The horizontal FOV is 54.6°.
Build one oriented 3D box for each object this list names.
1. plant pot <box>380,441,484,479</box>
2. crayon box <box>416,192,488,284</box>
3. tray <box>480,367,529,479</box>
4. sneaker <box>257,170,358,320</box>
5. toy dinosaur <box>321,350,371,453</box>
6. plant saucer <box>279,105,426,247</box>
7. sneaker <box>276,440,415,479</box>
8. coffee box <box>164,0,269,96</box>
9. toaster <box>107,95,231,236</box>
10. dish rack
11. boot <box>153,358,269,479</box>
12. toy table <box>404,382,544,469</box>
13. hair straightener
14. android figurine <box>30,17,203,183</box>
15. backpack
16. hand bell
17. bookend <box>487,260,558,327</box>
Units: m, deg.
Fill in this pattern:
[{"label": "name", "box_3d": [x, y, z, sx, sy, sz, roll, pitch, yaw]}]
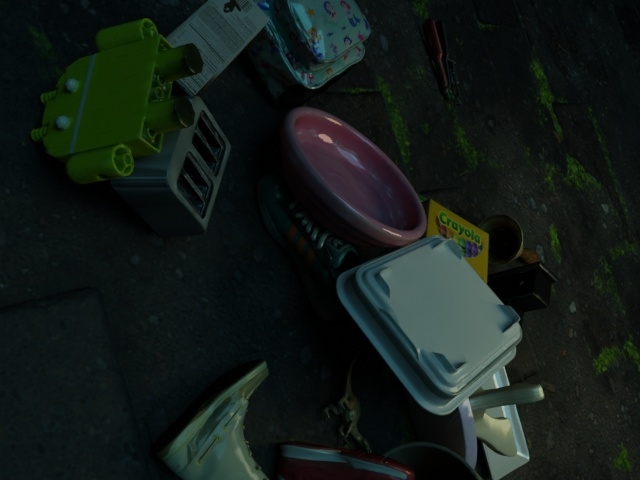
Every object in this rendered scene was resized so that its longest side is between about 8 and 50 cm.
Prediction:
[{"label": "plant pot", "box_3d": [0.219, 0.504, 1.040, 0.274, 0.256, 0.257, 40, 52, -42]}, {"label": "crayon box", "box_3d": [0.269, 0.051, 1.344, 0.202, 0.081, 0.319, 25, 60, -30]}, {"label": "tray", "box_3d": [0.371, 0.367, 1.352, 0.145, 0.030, 0.271, -7, 80, -41]}, {"label": "sneaker", "box_3d": [0.000, 0.000, 1.116, 0.108, 0.121, 0.302, -34, 97, -41]}, {"label": "toy dinosaur", "box_3d": [0.047, 0.297, 1.111, 0.092, 0.053, 0.183, -4, 85, -55]}, {"label": "plant saucer", "box_3d": [0.050, -0.106, 1.150, 0.332, 0.084, 0.332, 31, 30, -20]}, {"label": "sneaker", "box_3d": [0.034, 0.400, 0.986, 0.087, 0.221, 0.128, 47, 51, -69]}, {"label": "coffee box", "box_3d": [-0.211, -0.312, 1.040, 0.098, 0.141, 0.247, 45, 53, -19]}, {"label": "toaster", "box_3d": [-0.225, -0.118, 0.934, 0.186, 0.110, 0.168, 62, 34, -56]}, {"label": "dish rack", "box_3d": [0.210, 0.117, 1.071, 0.332, 0.072, 0.286, -20, 67, -47]}, {"label": "boot", "box_3d": [-0.125, 0.301, 0.943, 0.213, 0.077, 0.165, -42, 102, -34]}, {"label": "toy table", "box_3d": [0.276, 0.296, 1.175, 0.160, 0.252, 0.275, -11, 96, -25]}, {"label": "hair straightener", "box_3d": [0.328, -0.454, 1.585, 0.089, 0.047, 0.231, -14, 84, -41]}, {"label": "android figurine", "box_3d": [-0.293, -0.193, 0.865, 0.056, 0.272, 0.248, 41, 50, -58]}, {"label": "backpack", "box_3d": [-0.047, -0.413, 1.186, 0.254, 0.191, 0.225, 53, 51, -6]}, {"label": "hand bell", "box_3d": [0.487, 0.024, 1.536, 0.242, 0.126, 0.126, 18, 64, -48]}, {"label": "bookend", "box_3d": [0.439, 0.146, 1.399, 0.072, 0.156, 0.157, 37, 56, -24]}]
